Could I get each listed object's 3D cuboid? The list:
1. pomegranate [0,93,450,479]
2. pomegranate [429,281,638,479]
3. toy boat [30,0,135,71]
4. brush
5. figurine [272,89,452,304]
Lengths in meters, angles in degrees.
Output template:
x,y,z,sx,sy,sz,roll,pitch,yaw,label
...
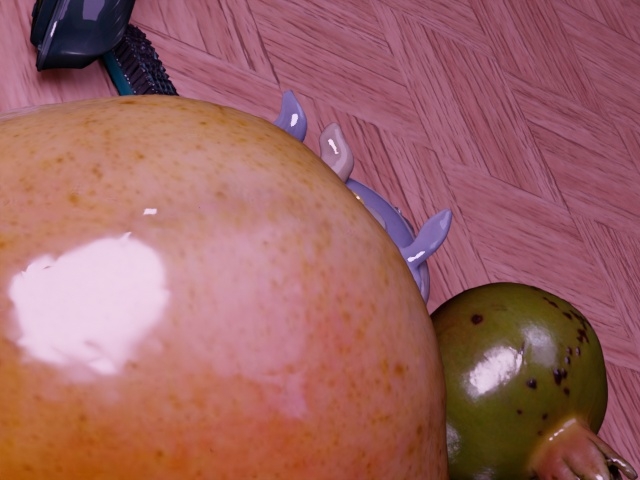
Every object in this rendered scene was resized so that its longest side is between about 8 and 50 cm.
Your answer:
x,y,z,sx,sy,sz,roll,pitch,yaw,label
-0.081,0.087,0.824,0.319,0.319,0.319,35,30,-24,pomegranate
0.142,0.119,1.346,0.159,0.159,0.205,15,26,-47,pomegranate
-0.173,-0.192,1.364,0.103,0.093,0.246,20,34,-9,toy boat
-0.111,-0.083,1.377,0.043,0.032,0.193,11,44,-50,brush
0.000,0.000,1.341,0.184,0.128,0.208,-3,48,-53,figurine
